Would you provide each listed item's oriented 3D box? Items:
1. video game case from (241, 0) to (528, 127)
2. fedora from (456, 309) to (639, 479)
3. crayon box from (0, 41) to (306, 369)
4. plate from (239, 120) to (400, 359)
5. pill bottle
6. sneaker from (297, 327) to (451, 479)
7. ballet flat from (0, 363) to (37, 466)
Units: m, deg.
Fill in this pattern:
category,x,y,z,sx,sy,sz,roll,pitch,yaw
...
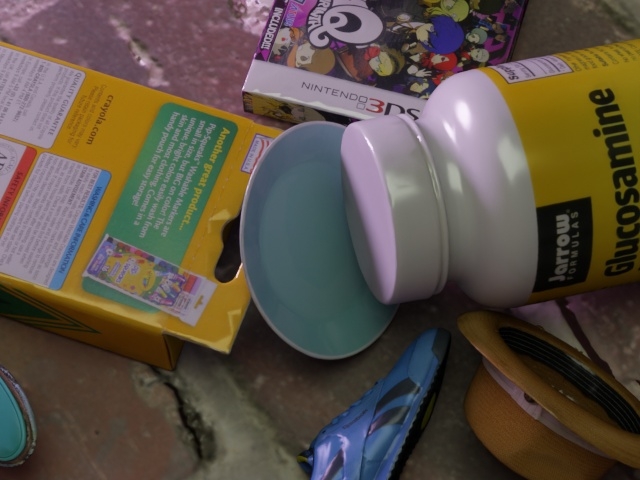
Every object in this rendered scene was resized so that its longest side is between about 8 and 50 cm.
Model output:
category,x,y,z,sx,sy,sz,roll,pitch,yaw
video game case,0.065,-0.190,1.663,0.210,0.042,0.232,15,65,8
fedora,0.171,0.132,1.468,0.194,0.194,0.079,37,106,17
crayon box,-0.187,-0.028,1.567,0.323,0.083,0.203,17,66,10
plate,0.000,0.000,1.525,0.024,0.188,0.188,-4,55,46
pill bottle,0.194,-0.052,1.497,0.334,0.188,0.188,-12,65,-12
sneaker,0.034,0.147,1.489,0.082,0.069,0.209,22,67,15
ballet flat,-0.278,0.109,1.511,0.188,0.070,0.070,40,71,22
